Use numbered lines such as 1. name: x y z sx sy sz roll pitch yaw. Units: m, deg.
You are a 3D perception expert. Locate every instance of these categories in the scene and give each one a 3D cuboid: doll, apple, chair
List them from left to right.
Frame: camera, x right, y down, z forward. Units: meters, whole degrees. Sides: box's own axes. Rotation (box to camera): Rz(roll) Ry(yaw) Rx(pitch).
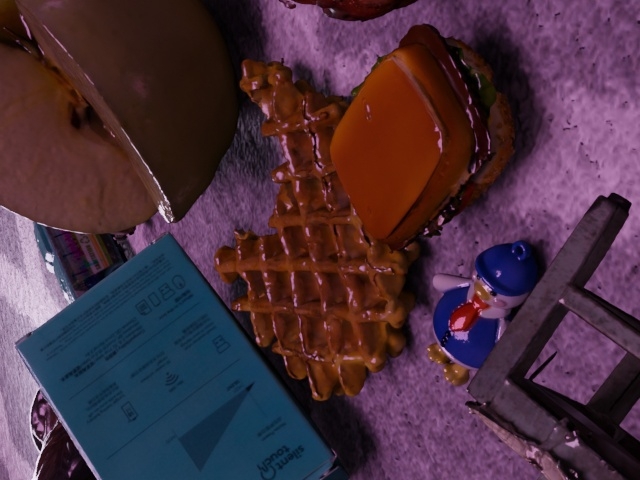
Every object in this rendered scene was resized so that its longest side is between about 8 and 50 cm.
1. apple: -0.214 -0.153 1.122 0.295 0.233 0.258 -19 126 45
2. doll: 0.121 0.050 0.831 0.099 0.058 0.143 54 140 26
3. chair: 0.152 0.133 0.599 0.270 0.147 0.136 -56 45 8

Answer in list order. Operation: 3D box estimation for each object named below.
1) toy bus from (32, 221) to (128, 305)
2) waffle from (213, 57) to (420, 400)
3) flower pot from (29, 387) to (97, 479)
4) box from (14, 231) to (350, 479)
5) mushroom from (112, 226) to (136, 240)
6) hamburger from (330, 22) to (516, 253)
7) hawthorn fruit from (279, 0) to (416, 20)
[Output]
1. toy bus: -0.311 0.033 1.534 0.261 0.109 0.091 60 155 25
2. waffle: 0.000 0.000 1.009 0.260 0.069 0.293 47 141 34
3. flower pot: -0.233 0.266 1.375 0.267 0.267 0.266 -138 41 -58
4. box: -0.139 0.174 1.139 0.311 0.205 0.118 50 177 23
5. mushroom: -0.296 -0.090 1.472 0.210 0.072 0.094 40 139 40
6. hamburger: 0.076 -0.078 0.808 0.137 0.087 0.166 65 149 16
7. hawthorn fruit: 0.021 -0.239 0.774 0.148 0.148 0.172 26 114 54
